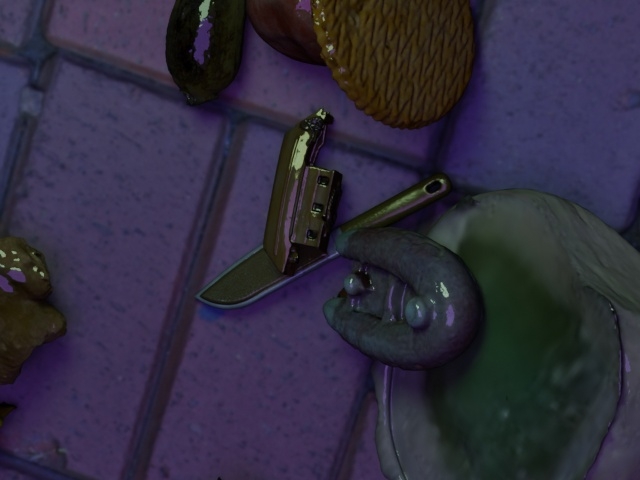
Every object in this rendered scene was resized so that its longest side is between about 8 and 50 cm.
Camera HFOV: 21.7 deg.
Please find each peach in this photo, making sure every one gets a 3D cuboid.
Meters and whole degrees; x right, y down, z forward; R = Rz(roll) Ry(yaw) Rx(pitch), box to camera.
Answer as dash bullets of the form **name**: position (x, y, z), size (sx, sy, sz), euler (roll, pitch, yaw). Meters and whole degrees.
- **peach**: position (-0.001, -0.267, 1.903), size (0.152, 0.152, 0.152), euler (1, 98, 7)

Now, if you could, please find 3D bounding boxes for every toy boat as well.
- **toy boat**: position (-0.015, -0.055, 1.954), size (0.077, 0.057, 0.201), euler (10, 88, 14)
- **toy boat**: position (0.080, 0.065, 1.867), size (0.227, 0.085, 0.155), euler (21, 101, 46)

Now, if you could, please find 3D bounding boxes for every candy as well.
- **candy**: position (0.236, 0.173, 1.877), size (0.386, 0.186, 0.427), euler (37, 110, 37)

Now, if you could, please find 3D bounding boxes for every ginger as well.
- **ginger**: position (-0.428, 0.050, 1.996), size (0.218, 0.123, 0.270), euler (-20, 95, 12)

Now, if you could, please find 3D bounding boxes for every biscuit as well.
- **biscuit**: position (0.082, -0.244, 1.851), size (0.035, 0.254, 0.254), euler (-13, 98, 46)

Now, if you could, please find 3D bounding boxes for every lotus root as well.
- **lotus root**: position (-0.133, -0.244, 1.939), size (0.089, 0.080, 0.179), euler (9, 98, 6)

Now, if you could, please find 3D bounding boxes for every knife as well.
- **knife**: position (-0.001, -0.001, 1.986), size (0.343, 0.027, 0.061), euler (-29, 78, 12)

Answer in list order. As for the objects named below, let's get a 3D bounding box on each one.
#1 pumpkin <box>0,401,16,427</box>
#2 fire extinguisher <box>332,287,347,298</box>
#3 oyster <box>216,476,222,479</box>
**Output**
- **pumpkin**: position (-0.514, 0.258, 2.036), size (0.254, 0.130, 0.149), euler (-44, 92, 12)
- **fire extinguisher**: position (0.043, 0.051, 1.989), size (0.083, 0.022, 0.028), euler (-46, 127, 11)
- **oyster**: position (-0.097, 0.463, 1.962), size (0.361, 0.096, 0.221), euler (51, 141, 19)
